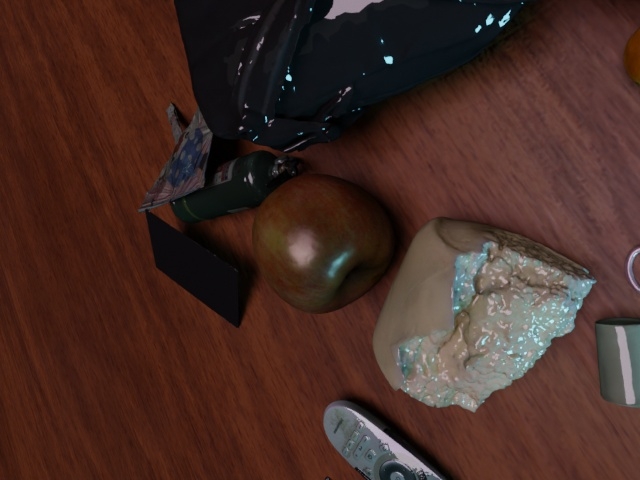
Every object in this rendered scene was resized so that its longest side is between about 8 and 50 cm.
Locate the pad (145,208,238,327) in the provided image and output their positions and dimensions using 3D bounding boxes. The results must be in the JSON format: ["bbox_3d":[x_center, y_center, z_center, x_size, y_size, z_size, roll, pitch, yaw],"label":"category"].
[{"bbox_3d":[-0.244,0.054,0.852,0.243,0.004,0.164,31,136,22],"label":"pad"}]

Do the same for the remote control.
[{"bbox_3d":[0.109,0.331,0.658,0.256,0.045,0.097,36,115,24],"label":"remote control"}]

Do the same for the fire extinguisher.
[{"bbox_3d":[-0.135,-0.098,0.765,0.294,0.118,0.093,-10,120,37],"label":"fire extinguisher"}]

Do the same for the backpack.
[{"bbox_3d":[0.021,-0.313,0.536,0.445,0.255,0.363,-15,93,23],"label":"backpack"}]

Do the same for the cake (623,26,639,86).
[{"bbox_3d":[0.350,-0.188,0.441,0.084,0.044,0.084,5,99,35],"label":"cake"}]

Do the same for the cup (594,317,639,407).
[{"bbox_3d":[0.334,0.127,0.473,0.075,0.054,0.083,-8,87,37],"label":"cup"}]

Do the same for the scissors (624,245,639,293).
[{"bbox_3d":[0.358,-0.029,0.461,0.085,0.022,0.176,-6,94,39],"label":"scissors"}]

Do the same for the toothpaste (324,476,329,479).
[{"bbox_3d":[0.058,0.454,0.681,0.205,0.036,0.056,27,107,55],"label":"toothpaste"}]

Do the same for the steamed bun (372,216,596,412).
[{"bbox_3d":[0.165,0.098,0.522,0.200,0.170,0.225,29,112,25],"label":"steamed bun"}]

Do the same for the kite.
[{"bbox_3d":[-0.259,-0.176,0.824,0.335,0.011,0.314,-52,44,17],"label":"kite"}]

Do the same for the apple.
[{"bbox_3d":[0.000,0.000,0.620,0.174,0.188,0.188,48,119,28],"label":"apple"}]
